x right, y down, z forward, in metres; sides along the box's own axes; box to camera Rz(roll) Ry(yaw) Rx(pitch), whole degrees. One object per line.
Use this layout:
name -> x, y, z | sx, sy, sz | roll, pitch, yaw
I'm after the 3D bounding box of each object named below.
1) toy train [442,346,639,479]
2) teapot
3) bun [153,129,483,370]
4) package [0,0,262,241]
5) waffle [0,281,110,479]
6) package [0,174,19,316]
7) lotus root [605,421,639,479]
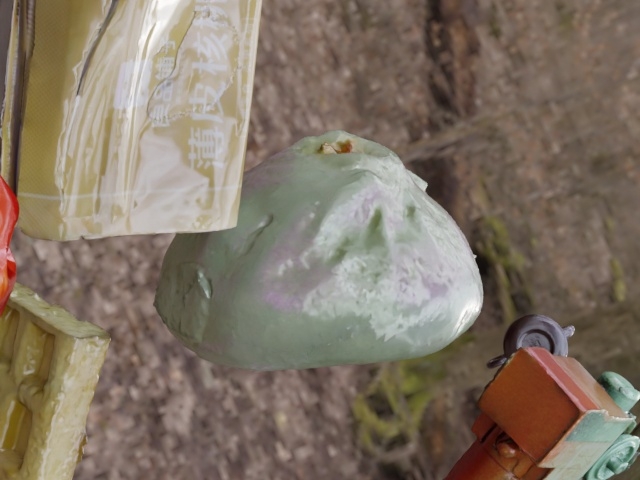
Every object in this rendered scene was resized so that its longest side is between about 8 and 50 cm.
toy train -> 0.110, 0.142, 0.891 | 0.118, 0.176, 0.074 | 13, 31, -53
teapot -> 0.219, 0.111, 1.582 | 0.045, 0.100, 0.068 | 8, 59, -87
bun -> 0.000, 0.000, 1.333 | 0.293, 0.293, 0.187 | -62, 148, -78
package -> -0.153, -0.159, 1.103 | 0.165, 0.221, 0.311 | -95, -167, -77
waffle -> -0.317, 0.121, 1.451 | 0.274, 0.168, 0.057 | 25, 11, 37
package -> -0.275, 0.130, 0.790 | 0.123, 0.423, 0.196 | 26, 22, -2
lotus root -> 0.301, 0.224, 1.203 | 0.138, 0.119, 0.235 | 33, 4, -1
